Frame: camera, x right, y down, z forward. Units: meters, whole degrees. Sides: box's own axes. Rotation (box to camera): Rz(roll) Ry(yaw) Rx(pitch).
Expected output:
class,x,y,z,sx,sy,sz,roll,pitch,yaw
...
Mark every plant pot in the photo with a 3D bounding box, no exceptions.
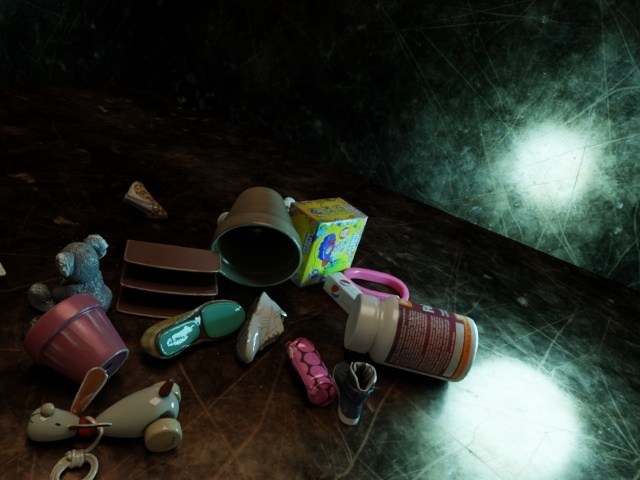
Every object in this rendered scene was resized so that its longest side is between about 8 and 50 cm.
class,x,y,z,sx,sy,sz,roll,pitch,yaw
plant pot,-0.228,-0.040,1.825,0.323,0.323,0.280,11,44,-14
plant pot,-0.591,0.262,1.245,0.180,0.201,0.201,39,30,9

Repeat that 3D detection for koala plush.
class,x,y,z,sx,sy,sz,roll,pitch,yaw
koala plush,-0.698,0.098,1.445,0.203,0.221,0.196,23,26,11

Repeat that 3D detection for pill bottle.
class,x,y,z,sx,sy,sz,roll,pitch,yaw
pill bottle,0.290,0.313,1.648,0.392,0.224,0.224,16,26,-5

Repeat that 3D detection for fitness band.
class,x,y,z,sx,sy,sz,roll,pitch,yaw
fitness band,0.226,0.189,2.053,0.290,0.054,0.209,14,26,-11

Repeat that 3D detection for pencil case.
class,x,y,z,sx,sy,sz,roll,pitch,yaw
pencil case,-0.033,0.381,1.462,0.098,0.095,0.209,43,3,-40

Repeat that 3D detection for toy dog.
class,x,y,z,sx,sy,sz,roll,pitch,yaw
toy dog,-0.453,0.377,1.117,0.333,0.161,0.220,-8,36,-43

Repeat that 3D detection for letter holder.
class,x,y,z,sx,sy,sz,roll,pitch,yaw
letter holder,-0.480,0.134,1.601,0.301,0.152,0.214,9,29,-19

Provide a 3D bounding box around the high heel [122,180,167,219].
class,x,y,z,sx,sy,sz,roll,pitch,yaw
high heel,-0.737,-0.166,2.142,0.186,0.093,0.261,29,13,-20

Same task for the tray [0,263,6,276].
class,x,y,z,sx,sy,sz,roll,pitch,yaw
tray,-1.078,0.092,1.436,0.270,0.030,0.145,-10,36,-44

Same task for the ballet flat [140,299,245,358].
class,x,y,z,sx,sy,sz,roll,pitch,yaw
ballet flat,-0.379,0.256,1.484,0.123,0.123,0.348,31,27,26

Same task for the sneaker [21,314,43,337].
class,x,y,z,sx,sy,sz,roll,pitch,yaw
sneaker,-0.730,0.227,1.357,0.084,0.058,0.152,36,36,16

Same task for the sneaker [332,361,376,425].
class,x,y,z,sx,sy,sz,roll,pitch,yaw
sneaker,0.097,0.391,1.443,0.086,0.163,0.226,10,25,-11

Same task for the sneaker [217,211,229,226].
class,x,y,z,sx,sy,sz,roll,pitch,yaw
sneaker,-0.265,-0.049,2.073,0.319,0.127,0.208,1,7,-13

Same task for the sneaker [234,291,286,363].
class,x,y,z,sx,sy,sz,roll,pitch,yaw
sneaker,-0.178,0.277,1.564,0.129,0.111,0.297,33,30,-7

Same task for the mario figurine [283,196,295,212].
class,x,y,z,sx,sy,sz,roll,pitch,yaw
mario figurine,-0.132,-0.133,2.321,0.320,0.170,0.198,3,-6,-43

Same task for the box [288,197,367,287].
class,x,y,z,sx,sy,sz,roll,pitch,yaw
box,0.000,0.000,2.010,0.279,0.290,0.177,-11,38,-44

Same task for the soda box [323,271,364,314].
class,x,y,z,sx,sy,sz,roll,pitch,yaw
soda box,0.103,0.210,1.906,0.069,0.074,0.216,-5,34,-39
